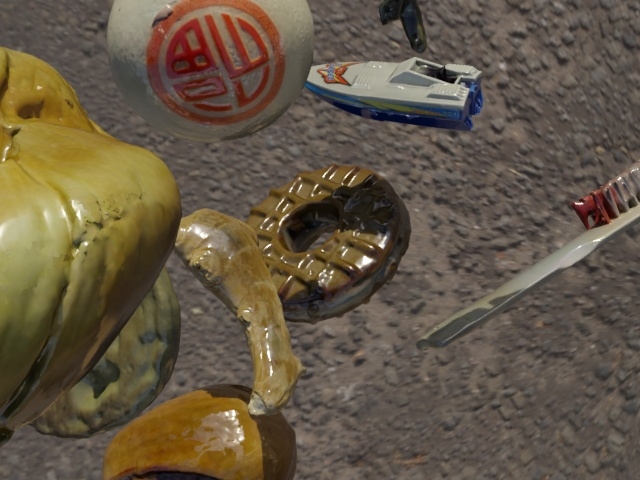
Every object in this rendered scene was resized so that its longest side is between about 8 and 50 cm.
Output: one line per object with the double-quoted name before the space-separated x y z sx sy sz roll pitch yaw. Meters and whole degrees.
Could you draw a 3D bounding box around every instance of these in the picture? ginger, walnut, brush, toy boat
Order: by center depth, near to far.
"brush" 0.212 -0.003 0.888 0.321 0.060 0.050 -31 91 -17
"ginger" -0.100 0.077 1.285 0.086 0.131 0.294 -39 59 28
"walnut" -0.169 0.305 1.403 0.298 0.203 0.203 -18 81 22
"toy boat" 0.101 -0.242 1.642 0.295 0.129 0.088 10 127 18

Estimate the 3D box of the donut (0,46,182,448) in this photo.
"donut" -0.222 0.050 0.556 0.170 0.360 0.360 45 104 -4

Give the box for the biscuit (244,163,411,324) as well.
"biscuit" 0.000 0.000 1.805 0.332 0.103 0.332 -18 41 17

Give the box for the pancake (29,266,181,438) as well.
"pancake" -0.226 0.052 0.975 0.294 0.049 0.294 5 97 43

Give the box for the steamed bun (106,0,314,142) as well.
"steamed bun" -0.144 -0.256 1.398 0.283 0.177 0.283 -4 116 -8

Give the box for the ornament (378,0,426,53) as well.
"ornament" 0.095 -0.208 0.590 0.080 0.202 0.236 -24 44 56
